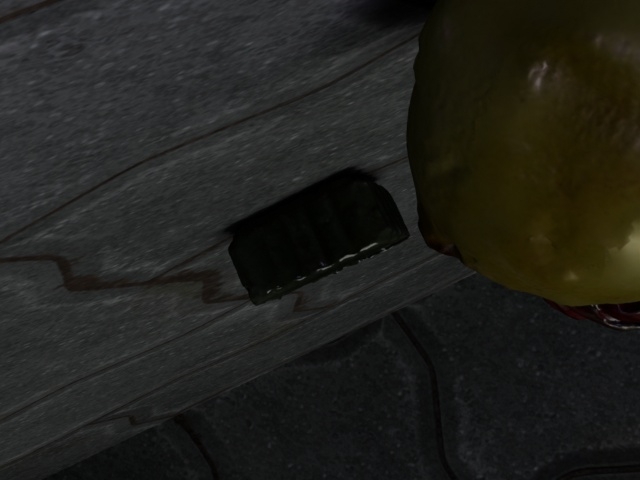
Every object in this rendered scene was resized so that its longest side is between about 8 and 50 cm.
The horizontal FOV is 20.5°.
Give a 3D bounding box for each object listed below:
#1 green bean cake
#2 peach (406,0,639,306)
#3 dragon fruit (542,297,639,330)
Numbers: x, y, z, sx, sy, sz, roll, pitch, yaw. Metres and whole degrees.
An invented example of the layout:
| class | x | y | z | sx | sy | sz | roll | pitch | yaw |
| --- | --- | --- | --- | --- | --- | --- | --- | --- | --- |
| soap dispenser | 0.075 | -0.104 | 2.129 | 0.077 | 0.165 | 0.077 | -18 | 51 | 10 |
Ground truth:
| class | x | y | z | sx | sy | sz | roll | pitch | yaw |
| --- | --- | --- | --- | --- | --- | --- | --- | --- | --- |
| green bean cake | 0.000 | 0.000 | 2.047 | 0.183 | 0.094 | 0.185 | -27 | 171 | 12 |
| peach | 0.227 | -0.105 | 1.391 | 0.281 | 0.314 | 0.315 | -51 | 164 | -79 |
| dragon fruit | 0.373 | -0.045 | 2.101 | 0.329 | 0.329 | 0.329 | -24 | 171 | -4 |
